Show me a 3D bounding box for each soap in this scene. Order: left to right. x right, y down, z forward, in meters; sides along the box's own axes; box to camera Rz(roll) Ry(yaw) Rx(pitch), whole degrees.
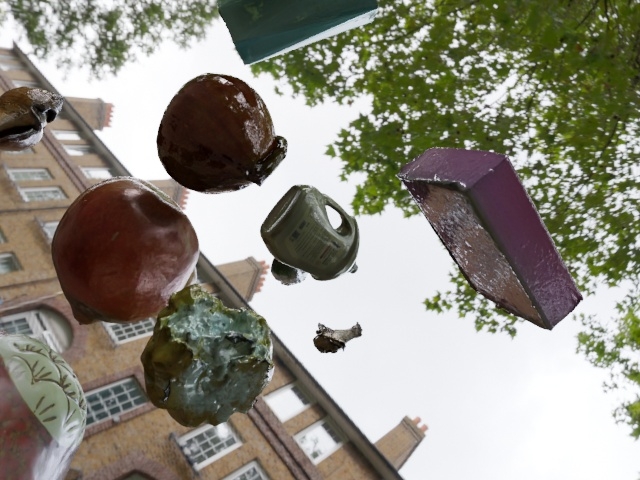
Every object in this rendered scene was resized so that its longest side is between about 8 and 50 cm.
[{"bbox_3d":[0.237,-0.010,0.662,0.259,0.081,0.181,52,-6,-21],"label":"soap"}]

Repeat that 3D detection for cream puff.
[{"bbox_3d":[-0.132,0.128,0.534,0.156,0.156,0.121,47,-58,26],"label":"cream puff"}]

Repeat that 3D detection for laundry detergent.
[{"bbox_3d":[0.000,0.000,1.037,0.181,0.253,0.091,-54,-148,-3],"label":"laundry detergent"}]

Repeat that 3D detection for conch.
[{"bbox_3d":[-0.521,-0.193,0.786,0.080,0.086,0.233,-46,-154,51],"label":"conch"}]

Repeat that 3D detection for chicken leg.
[{"bbox_3d":[0.068,0.354,1.691,0.080,0.196,0.125,101,-17,-44],"label":"chicken leg"}]

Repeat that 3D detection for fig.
[{"bbox_3d":[-0.147,-0.157,0.726,0.205,0.205,0.205,9,-76,41],"label":"fig"}]

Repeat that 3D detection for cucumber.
[{"bbox_3d":[-0.121,0.110,1.799,0.145,0.325,0.105,21,-107,5],"label":"cucumber"}]

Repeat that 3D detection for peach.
[{"bbox_3d":[-0.331,0.028,0.767,0.257,0.232,0.232,-48,-120,-1],"label":"peach"}]

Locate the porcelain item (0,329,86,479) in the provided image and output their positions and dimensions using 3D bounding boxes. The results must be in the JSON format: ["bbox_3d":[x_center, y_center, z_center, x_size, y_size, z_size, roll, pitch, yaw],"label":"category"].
[{"bbox_3d":[-0.301,0.123,0.309,0.253,0.253,0.253,9,-76,41],"label":"porcelain item"}]

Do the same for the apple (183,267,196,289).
[{"bbox_3d":[-0.491,0.104,1.369,0.237,0.237,0.207,-34,-83,41],"label":"apple"}]

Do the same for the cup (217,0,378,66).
[{"bbox_3d":[-0.040,-0.380,0.755,0.134,0.235,0.148,-105,170,-53],"label":"cup"}]
